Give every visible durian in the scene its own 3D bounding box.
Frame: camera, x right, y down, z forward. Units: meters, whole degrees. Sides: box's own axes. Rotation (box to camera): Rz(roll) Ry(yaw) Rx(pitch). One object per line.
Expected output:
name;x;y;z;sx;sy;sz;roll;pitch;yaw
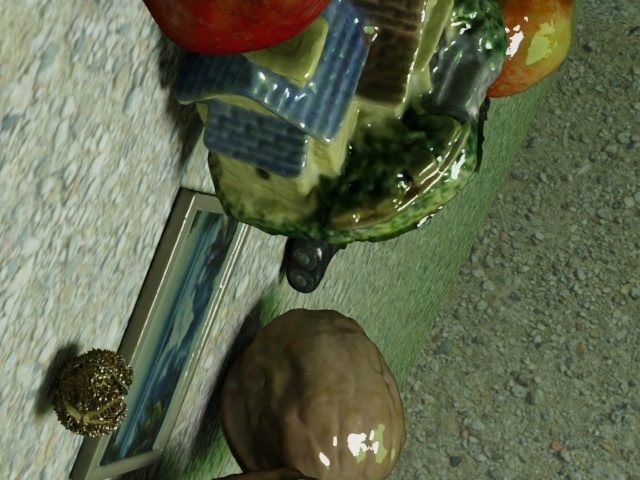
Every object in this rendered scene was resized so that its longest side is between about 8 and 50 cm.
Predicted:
durian;-0.201;0.135;1.347;0.091;0.080;0.080;-30;141;-75

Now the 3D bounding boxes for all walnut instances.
walnut;-0.008;0.225;1.926;0.227;0.273;0.273;16;97;-43

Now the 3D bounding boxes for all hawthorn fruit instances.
hawthorn fruit;-0.063;-0.222;1.099;0.185;0.185;0.202;-59;-179;-35

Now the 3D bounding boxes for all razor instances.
razor;0.000;0.000;2.030;0.148;0.054;0.090;-54;162;-52

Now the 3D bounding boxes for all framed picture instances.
framed picture;-0.158;0.098;1.587;0.232;0.024;0.315;6;105;-76

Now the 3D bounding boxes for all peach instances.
peach;0.260;-0.319;2.232;0.257;0.232;0.232;-32;143;-55

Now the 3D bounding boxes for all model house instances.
model house;0.028;-0.182;1.360;0.266;0.261;0.321;72;37;-68

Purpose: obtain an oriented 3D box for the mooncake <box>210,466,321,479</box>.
mooncake;-0.126;0.431;1.714;0.393;0.246;0.394;-17;154;-41
